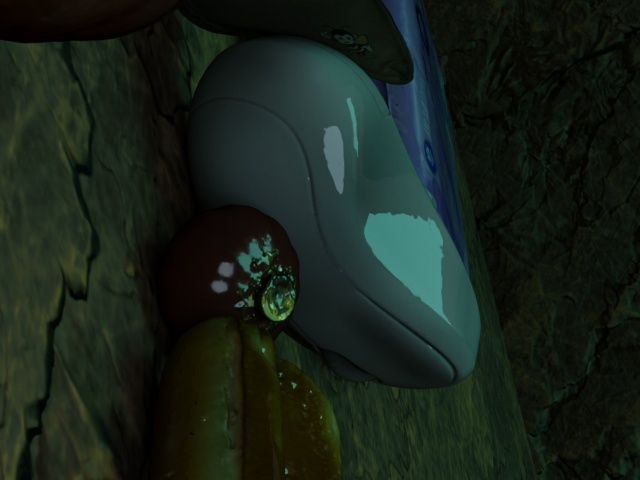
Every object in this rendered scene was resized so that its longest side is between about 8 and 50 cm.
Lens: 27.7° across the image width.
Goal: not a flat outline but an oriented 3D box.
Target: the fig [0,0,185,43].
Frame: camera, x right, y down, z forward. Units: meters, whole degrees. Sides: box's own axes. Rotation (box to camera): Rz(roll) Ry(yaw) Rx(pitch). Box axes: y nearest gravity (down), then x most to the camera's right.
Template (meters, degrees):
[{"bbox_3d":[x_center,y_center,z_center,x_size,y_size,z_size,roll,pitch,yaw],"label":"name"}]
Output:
[{"bbox_3d":[-0.118,-0.200,0.556,0.235,0.214,0.235,57,-4,6],"label":"fig"}]

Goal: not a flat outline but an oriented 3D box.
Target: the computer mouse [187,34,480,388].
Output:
[{"bbox_3d":[0.000,0.000,0.920,0.121,0.184,0.297,-40,122,-35],"label":"computer mouse"}]

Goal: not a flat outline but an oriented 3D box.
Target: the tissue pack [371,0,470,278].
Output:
[{"bbox_3d":[0.038,-0.082,1.195,0.242,0.160,0.338,64,18,-49],"label":"tissue pack"}]

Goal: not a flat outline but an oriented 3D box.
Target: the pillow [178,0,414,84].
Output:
[{"bbox_3d":[-0.036,-0.165,0.905,0.033,0.217,0.130,-62,152,-16],"label":"pillow"}]

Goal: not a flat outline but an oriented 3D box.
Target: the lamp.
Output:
[{"bbox_3d":[-0.057,0.027,0.819,0.101,0.090,0.101,-19,115,-47],"label":"lamp"}]

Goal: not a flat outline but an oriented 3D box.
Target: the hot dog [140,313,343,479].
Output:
[{"bbox_3d":[-0.046,0.191,0.678,0.135,0.100,0.337,53,24,-42],"label":"hot dog"}]
